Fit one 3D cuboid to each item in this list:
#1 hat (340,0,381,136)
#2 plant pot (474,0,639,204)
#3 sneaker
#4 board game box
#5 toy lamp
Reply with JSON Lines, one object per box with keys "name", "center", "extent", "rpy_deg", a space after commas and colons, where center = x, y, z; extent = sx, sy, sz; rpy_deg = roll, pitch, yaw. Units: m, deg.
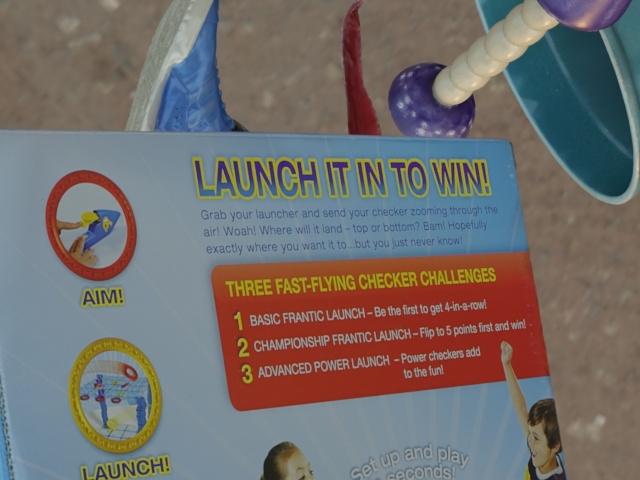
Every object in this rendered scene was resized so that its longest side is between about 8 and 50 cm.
{"name": "hat", "center": [0.000, 0.000, 1.220], "extent": [0.173, 0.208, 0.183], "rpy_deg": [-25, 122, 14]}
{"name": "plant pot", "center": [0.283, -0.205, 1.480], "extent": [0.272, 0.255, 0.272], "rpy_deg": [61, 170, 18]}
{"name": "sneaker", "center": [-0.076, -0.089, 1.248], "extent": [0.084, 0.152, 0.058], "rpy_deg": [19, 175, -22]}
{"name": "board game box", "center": [-0.024, 0.111, 0.782], "extent": [0.086, 0.308, 0.302], "rpy_deg": [-16, 79, 45]}
{"name": "toy lamp", "center": [0.136, -0.144, 1.301], "extent": [0.080, 0.080, 0.274], "rpy_deg": [42, 146, -3]}
